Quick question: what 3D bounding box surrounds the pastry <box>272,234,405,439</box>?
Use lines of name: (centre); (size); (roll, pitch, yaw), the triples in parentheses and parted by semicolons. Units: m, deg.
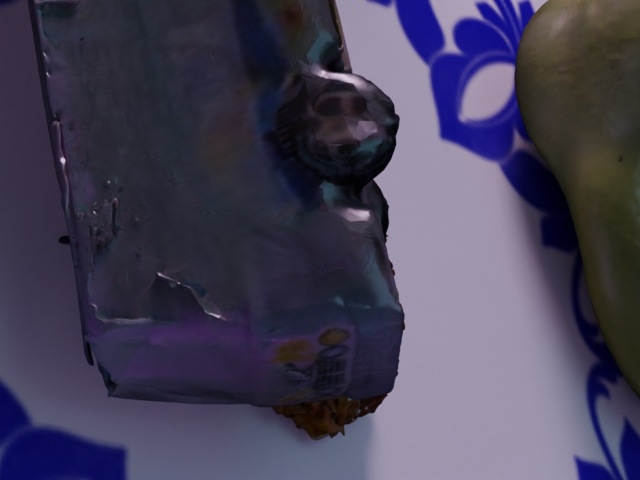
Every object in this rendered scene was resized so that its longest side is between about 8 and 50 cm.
pastry: (-0.002, 0.000, 0.775); (0.087, 0.063, 0.169); (3, 65, -46)

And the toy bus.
toy bus: (-0.053, -0.086, 0.708); (0.138, 0.112, 0.317); (-10, 66, -6)

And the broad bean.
broad bean: (0.192, -0.018, 0.957); (0.189, 0.121, 0.263); (-15, 93, -53)
